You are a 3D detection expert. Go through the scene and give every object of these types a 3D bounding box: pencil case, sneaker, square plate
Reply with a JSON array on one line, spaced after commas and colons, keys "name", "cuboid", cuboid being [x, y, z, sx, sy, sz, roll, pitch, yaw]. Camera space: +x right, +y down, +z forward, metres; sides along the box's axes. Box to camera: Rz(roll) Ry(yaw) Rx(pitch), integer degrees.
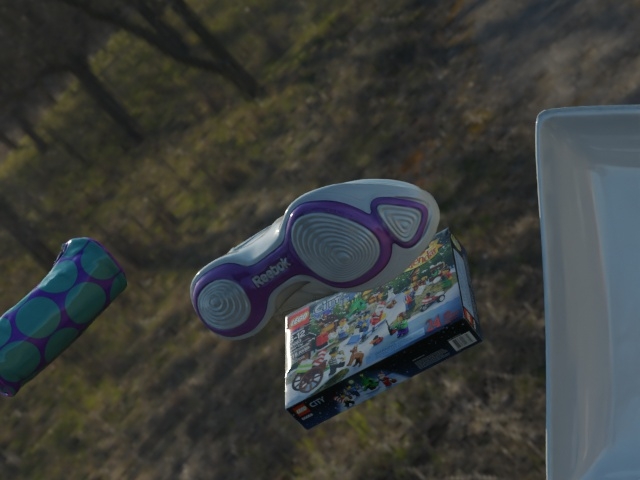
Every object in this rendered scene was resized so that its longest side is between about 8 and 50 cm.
[{"name": "pencil case", "cuboid": [-0.246, 0.066, 1.060, 0.152, 0.070, 0.064, -46, -8, -20]}, {"name": "sneaker", "cuboid": [0.000, 0.000, 1.235, 0.305, 0.114, 0.152, -23, 9, 35]}, {"name": "square plate", "cuboid": [0.356, 0.057, 0.976, 0.344, 0.347, 0.049, -2, 2, 14]}]

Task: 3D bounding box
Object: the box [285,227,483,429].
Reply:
[{"name": "box", "cuboid": [0.065, 0.099, 1.347, 0.233, 0.044, 0.159, -30, 33, 19]}]
